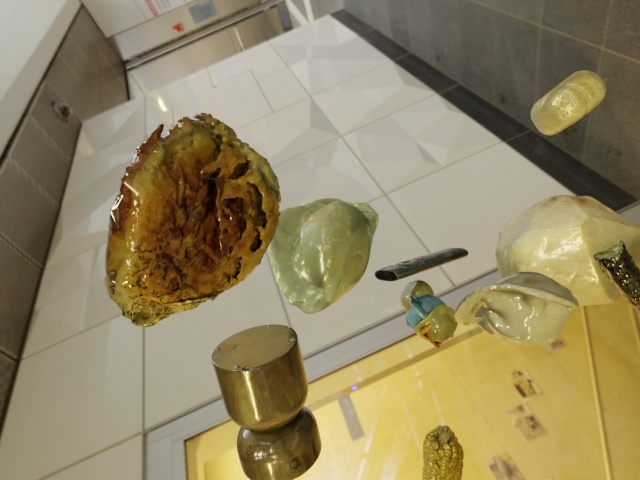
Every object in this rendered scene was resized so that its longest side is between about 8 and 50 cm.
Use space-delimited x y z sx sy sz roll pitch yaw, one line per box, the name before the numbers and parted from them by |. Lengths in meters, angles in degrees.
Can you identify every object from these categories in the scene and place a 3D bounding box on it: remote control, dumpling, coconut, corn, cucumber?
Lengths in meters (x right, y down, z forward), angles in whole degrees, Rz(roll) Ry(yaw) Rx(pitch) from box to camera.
remote control | 0.359 0.079 1.448 0.107 0.377 0.044 -7 94 55
dumpling | 0.411 0.162 0.917 0.175 0.226 0.244 -96 13 -55
coconut | 0.784 0.025 1.315 0.345 0.415 0.415 50 -175 -25
corn | 0.289 0.593 1.018 0.101 0.101 0.292 -118 29 -68
dumpling | 0.029 0.002 1.059 0.270 0.211 0.320 60 -154 -2
cucumber | 0.797 0.128 1.039 0.303 0.081 0.072 46 -152 -12

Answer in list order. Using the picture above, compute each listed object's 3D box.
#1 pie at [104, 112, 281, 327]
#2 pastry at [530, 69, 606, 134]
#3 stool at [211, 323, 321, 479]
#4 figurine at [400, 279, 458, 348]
pie | -0.163 -0.023 0.587 0.085 0.308 0.308 23 152 33
pastry | 0.561 -0.315 0.951 0.092 0.156 0.156 55 178 1
stool | -0.108 0.332 0.865 0.179 0.179 0.265 -120 18 -76
figurine | 0.351 0.236 1.362 0.262 0.153 0.180 -87 -24 -73
